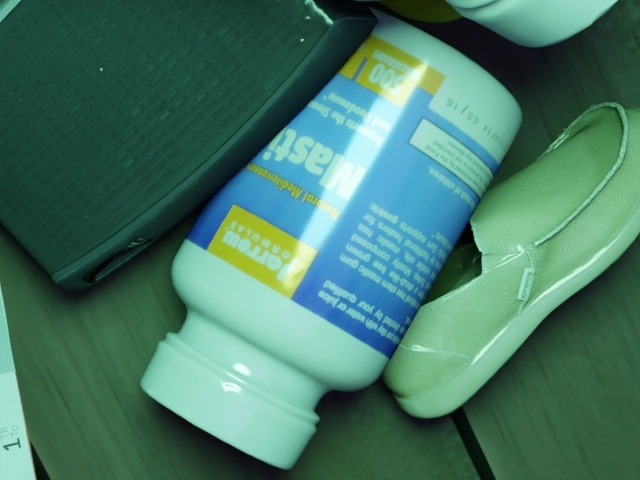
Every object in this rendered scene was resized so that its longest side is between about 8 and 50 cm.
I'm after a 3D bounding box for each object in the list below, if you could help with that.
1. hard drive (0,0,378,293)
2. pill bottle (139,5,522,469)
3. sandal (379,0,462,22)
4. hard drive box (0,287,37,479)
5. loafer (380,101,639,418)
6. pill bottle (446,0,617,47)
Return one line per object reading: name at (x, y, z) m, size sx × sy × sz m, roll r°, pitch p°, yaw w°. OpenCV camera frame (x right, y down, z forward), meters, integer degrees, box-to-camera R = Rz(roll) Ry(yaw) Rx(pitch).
hard drive at (-0.111, -0.099, 0.895) m, size 0.254 × 0.054 × 0.172 m, roll -41°, pitch 94°, yaw 14°
pill bottle at (0.000, 0.000, 0.964) m, size 0.152 × 0.152 × 0.272 m, roll 31°, pitch 86°, yaw -22°
sandal at (0.066, -0.296, 0.969) m, size 0.138 × 0.126 × 0.317 m, roll -45°, pitch 131°, yaw -52°
hard drive box at (-0.230, 0.058, 0.845) m, size 0.089 × 0.232 × 0.181 m, roll -12°, pitch 103°, yaw -18°
loafer at (0.130, 0.001, 1.041) m, size 0.268 × 0.102 × 0.092 m, roll -49°, pitch 117°, yaw -7°
pill bottle at (-0.013, -0.264, 0.757) m, size 0.407 × 0.229 × 0.229 m, roll 26°, pitch 88°, yaw -23°
